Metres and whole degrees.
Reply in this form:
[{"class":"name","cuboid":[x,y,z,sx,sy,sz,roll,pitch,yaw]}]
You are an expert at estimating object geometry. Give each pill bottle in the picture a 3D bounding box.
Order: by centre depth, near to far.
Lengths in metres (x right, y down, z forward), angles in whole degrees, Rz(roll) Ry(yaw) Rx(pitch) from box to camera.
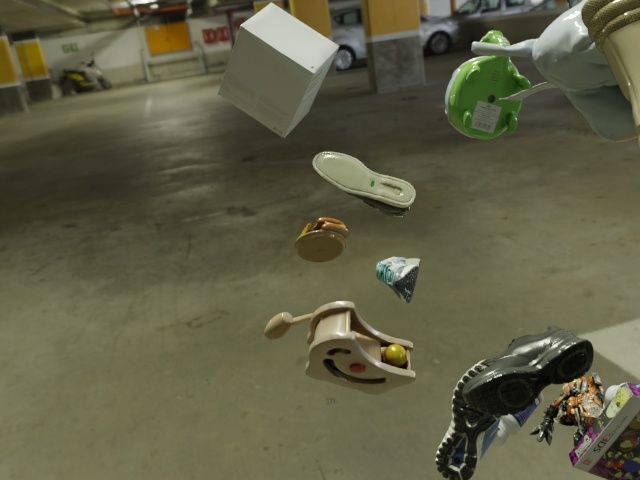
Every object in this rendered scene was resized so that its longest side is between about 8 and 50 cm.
[{"class":"pill bottle","cuboid":[0.867,0.440,1.653,0.094,0.094,0.169,-14,-5,-15]},{"class":"pill bottle","cuboid":[0.526,0.478,1.686,0.186,0.112,0.112,-41,32,-23]}]

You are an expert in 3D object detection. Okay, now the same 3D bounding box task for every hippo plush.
[{"class":"hippo plush","cuboid":[0.416,-0.290,0.819,0.294,0.234,0.237,7,66,44]}]

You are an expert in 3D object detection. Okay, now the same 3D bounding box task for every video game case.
[{"class":"video game case","cuboid":[0.649,0.403,1.184,0.232,0.210,0.042,22,27,-4]}]

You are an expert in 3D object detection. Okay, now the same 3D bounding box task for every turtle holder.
[{"class":"turtle holder","cuboid":[0.514,-0.497,1.960,0.243,0.320,0.227,-17,19,-6]}]

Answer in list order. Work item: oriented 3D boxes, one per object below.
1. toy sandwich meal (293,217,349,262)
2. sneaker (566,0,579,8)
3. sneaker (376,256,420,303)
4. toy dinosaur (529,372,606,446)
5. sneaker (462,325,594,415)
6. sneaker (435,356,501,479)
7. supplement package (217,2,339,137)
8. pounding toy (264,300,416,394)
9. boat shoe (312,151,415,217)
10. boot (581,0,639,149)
[{"class":"toy sandwich meal","cuboid":[0.000,0.000,0.872,0.085,0.085,0.029,-8,55,2]},{"class":"sneaker","cuboid":[0.488,-0.481,1.037,0.085,0.237,0.086,-15,30,-25]},{"class":"sneaker","cuboid":[0.213,0.107,1.731,0.122,0.110,0.283,11,7,11]},{"class":"toy dinosaur","cuboid":[0.661,0.424,1.520,0.164,0.218,0.322,26,16,34]},{"class":"sneaker","cuboid":[0.423,0.271,1.273,0.286,0.109,0.130,-21,23,-8]},{"class":"sneaker","cuboid":[0.390,0.436,1.511,0.129,0.330,0.147,26,13,24]},{"class":"supplement package","cuboid":[-0.099,-0.393,1.400,0.194,0.203,0.149,33,48,0]},{"class":"pounding toy","cuboid":[0.048,0.162,1.098,0.269,0.154,0.155,20,46,-19]},{"class":"boat shoe","cuboid":[0.087,-0.117,1.305,0.233,0.079,0.084,25,67,6]},{"class":"boot","cuboid":[0.377,-0.149,0.567,0.262,0.203,0.095,-7,-21,-21]}]
